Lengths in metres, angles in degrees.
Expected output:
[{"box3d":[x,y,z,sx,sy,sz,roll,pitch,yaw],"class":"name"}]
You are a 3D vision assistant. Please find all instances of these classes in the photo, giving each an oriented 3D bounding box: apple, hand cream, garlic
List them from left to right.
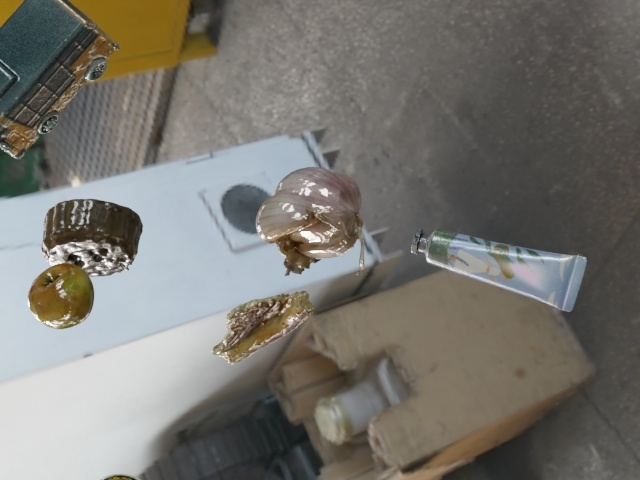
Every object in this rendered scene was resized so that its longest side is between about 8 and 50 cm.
[{"box3d":[-0.345,0.073,1.343,0.089,0.089,0.074,41,172,43],"class":"apple"},{"box3d":[0.000,0.000,1.801,0.256,0.207,0.207,61,149,28],"class":"garlic"},{"box3d":[0.264,0.032,1.510,0.256,0.055,0.088,16,97,13],"class":"hand cream"}]

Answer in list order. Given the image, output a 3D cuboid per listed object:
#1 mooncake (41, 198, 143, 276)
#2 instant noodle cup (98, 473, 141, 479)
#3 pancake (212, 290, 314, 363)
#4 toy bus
[{"box3d":[-0.519,-0.002,2.280,0.228,0.228,0.124,136,139,-58],"class":"mooncake"},{"box3d":[-0.380,0.525,1.920,0.151,0.151,0.122,71,159,4],"class":"instant noodle cup"},{"box3d":[-0.141,0.183,2.089,0.057,0.266,0.244,61,-167,19],"class":"pancake"},{"box3d":[-0.498,-0.289,1.727,0.138,0.275,0.167,41,179,11],"class":"toy bus"}]
